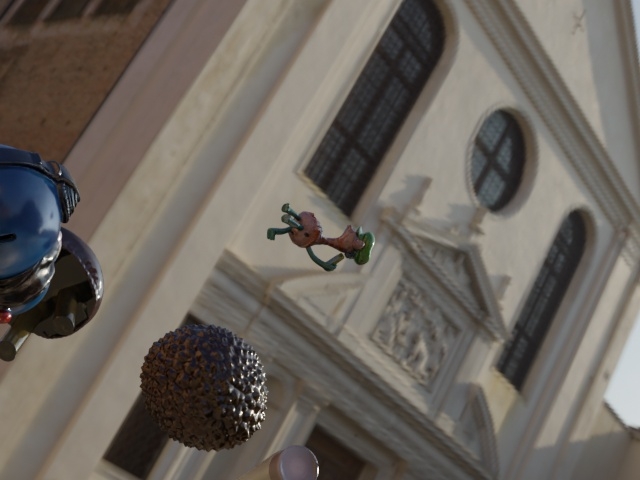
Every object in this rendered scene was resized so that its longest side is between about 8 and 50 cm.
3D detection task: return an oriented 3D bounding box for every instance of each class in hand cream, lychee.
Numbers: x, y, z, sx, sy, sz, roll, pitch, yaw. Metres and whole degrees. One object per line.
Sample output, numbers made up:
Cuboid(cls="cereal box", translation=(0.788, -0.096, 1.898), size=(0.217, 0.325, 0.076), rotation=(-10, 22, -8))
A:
Cuboid(cls="hand cream", translation=(-0.086, 0.452, 1.742), size=(0.133, 0.083, 0.248), rotation=(4, -24, -27))
Cuboid(cls="lychee", translation=(-0.235, 0.307, 1.871), size=(0.267, 0.267, 0.267), rotation=(26, -18, 9))

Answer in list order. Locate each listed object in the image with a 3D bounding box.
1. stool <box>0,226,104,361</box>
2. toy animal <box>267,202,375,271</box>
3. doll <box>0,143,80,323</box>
Cuboid(cls="stool", translation=(-0.626, 0.113, 1.994), size=(0.272, 0.272, 0.178), rotation=(30, 20, -4))
Cuboid(cls="toy animal", translation=(0.000, 0.000, 1.751), size=(0.208, 0.103, 0.100), rotation=(20, -16, -28))
Cuboid(cls="doll", translation=(-0.536, -0.023, 1.497), size=(0.310, 0.284, 0.240), rotation=(99, -30, -43))
